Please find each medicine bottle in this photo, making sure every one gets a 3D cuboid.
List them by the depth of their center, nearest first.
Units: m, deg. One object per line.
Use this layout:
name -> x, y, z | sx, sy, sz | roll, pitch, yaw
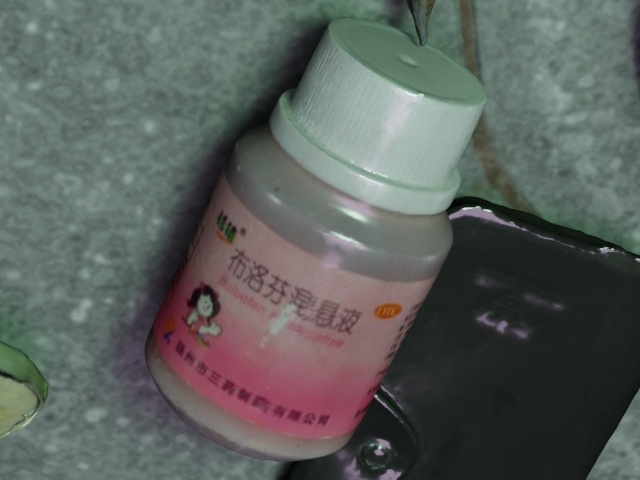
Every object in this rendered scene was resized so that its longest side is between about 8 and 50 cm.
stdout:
medicine bottle -> 0.000, 0.000, 1.114 | 0.147, 0.147, 0.247 | 18, 115, -16

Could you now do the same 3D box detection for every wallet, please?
wallet -> 0.085, 0.144, 1.257 | 0.197, 0.051, 0.377 | 19, 113, -18

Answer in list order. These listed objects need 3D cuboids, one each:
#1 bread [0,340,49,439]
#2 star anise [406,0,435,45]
bread -> -0.285, 0.117, 1.166 | 0.232, 0.064, 0.172 | -6, 139, -20
star anise -> 0.071, -0.206, 1.050 | 0.182, 0.065, 0.195 | -42, 131, 11
